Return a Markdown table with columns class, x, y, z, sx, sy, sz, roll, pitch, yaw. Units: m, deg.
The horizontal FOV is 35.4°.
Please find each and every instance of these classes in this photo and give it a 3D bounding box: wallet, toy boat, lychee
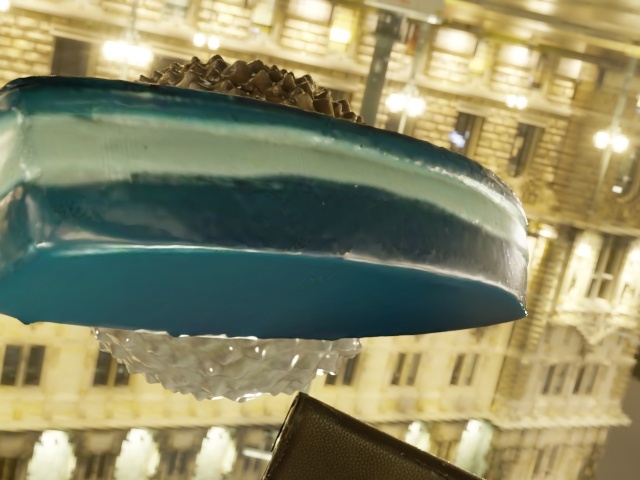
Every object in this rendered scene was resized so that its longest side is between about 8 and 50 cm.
| class | x | y | z | sx | sy | sz | roll | pitch | yaw |
| --- | --- | --- | --- | --- | --- | --- | --- | --- | --- |
| wallet | 0.051 | 0.197 | 0.709 | 0.198 | 0.110 | 0.031 | 27 | 159 | -6 |
| toy boat | 0.000 | 0.000 | 0.409 | 0.299 | 0.061 | 0.096 | 6 | 150 | -43 |
| lychee | -0.090 | -0.014 | 1.075 | 0.381 | 0.380 | 0.432 | 3 | 170 | -37 |
